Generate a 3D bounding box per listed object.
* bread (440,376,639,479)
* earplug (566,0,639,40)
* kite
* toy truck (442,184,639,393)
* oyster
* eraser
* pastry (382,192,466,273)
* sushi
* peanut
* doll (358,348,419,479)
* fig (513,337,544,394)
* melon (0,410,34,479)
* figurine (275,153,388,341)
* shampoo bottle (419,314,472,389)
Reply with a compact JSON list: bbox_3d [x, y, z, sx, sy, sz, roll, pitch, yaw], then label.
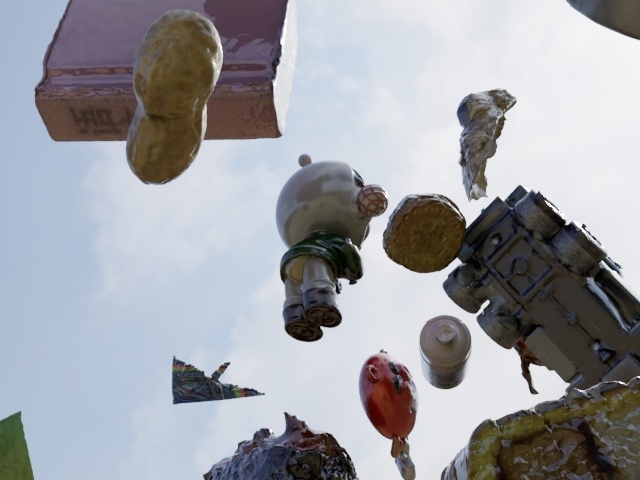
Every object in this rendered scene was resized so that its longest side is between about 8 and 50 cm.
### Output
[{"bbox_3d":[0.187,0.209,0.556,0.182,0.222,0.096,-18,-29,-18],"label":"bread"},{"bbox_3d":[0.393,-0.423,0.812,0.313,0.312,0.394,-16,-44,-11],"label":"earplug"},{"bbox_3d":[-0.113,0.142,0.854,0.090,0.122,0.004,-35,-48,-53],"label":"kite"},{"bbox_3d":[0.310,0.081,1.050,0.176,0.363,0.178,-49,-30,19],"label":"toy truck"},{"bbox_3d":[0.291,-0.187,1.598,0.107,0.232,0.161,18,-26,5],"label":"oyster"},{"bbox_3d":[-0.223,-0.279,1.331,0.359,0.272,0.122,0,-37,7],"label":"eraser"},{"bbox_3d":[0.127,-0.010,1.051,0.109,0.097,0.057,-11,11,-2],"label":"pastry"},{"bbox_3d":[-0.066,0.398,1.297,0.196,0.181,0.343,31,-36,-15],"label":"sushi"},{"bbox_3d":[-0.150,-0.137,0.865,0.089,0.089,0.192,-5,-50,-26],"label":"peanut"},{"bbox_3d":[0.109,0.245,1.324,0.085,0.183,0.217,-15,-50,6],"label":"doll"},{"bbox_3d":[0.335,0.140,1.289,0.128,0.128,0.150,-4,-77,-27],"label":"fig"},{"bbox_3d":[-0.338,0.270,0.779,0.053,0.261,0.114,-26,-72,29],"label":"melon"},{"bbox_3d":[0.000,0.000,1.471,0.167,0.370,0.281,29,-48,-22],"label":"figurine"},{"bbox_3d":[0.217,0.194,1.515,0.092,0.092,0.303,-23,-21,0],"label":"shampoo bottle"}]
